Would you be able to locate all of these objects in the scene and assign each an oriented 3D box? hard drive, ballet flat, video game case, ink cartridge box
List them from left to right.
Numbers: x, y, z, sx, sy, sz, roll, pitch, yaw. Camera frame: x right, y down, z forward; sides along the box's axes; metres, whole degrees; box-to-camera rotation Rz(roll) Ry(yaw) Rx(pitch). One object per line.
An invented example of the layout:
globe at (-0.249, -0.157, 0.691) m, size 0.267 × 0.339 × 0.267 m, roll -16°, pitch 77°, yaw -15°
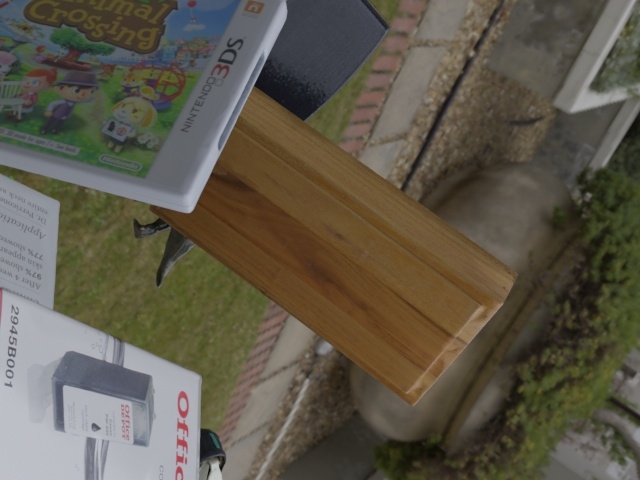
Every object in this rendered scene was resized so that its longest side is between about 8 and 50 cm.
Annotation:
ink cartridge box at (-0.139, 0.115, 0.340) m, size 0.218 × 0.092 × 0.158 m, roll 49°, pitch 35°, yaw -62°
video game case at (-0.153, -0.123, 0.547) m, size 0.023 × 0.212 × 0.193 m, roll 91°, pitch 16°, yaw -56°
ballet flat at (-0.166, 0.348, 1.038) m, size 0.074 × 0.074 × 0.203 m, roll -10°, pitch 119°, yaw -63°
hard drive at (-0.035, -0.256, 1.085) m, size 0.255 × 0.054 × 0.172 m, roll -43°, pitch 118°, yaw 7°

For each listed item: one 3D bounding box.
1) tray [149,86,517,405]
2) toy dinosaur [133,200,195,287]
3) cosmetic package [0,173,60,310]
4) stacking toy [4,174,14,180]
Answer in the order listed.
tray at (0.000, 0.000, 0.931) m, size 0.076 × 0.411 × 0.203 m, roll -44°, pitch 168°, yaw -50°
toy dinosaur at (-0.215, -0.075, 1.264) m, size 0.121 × 0.160 × 0.313 m, roll 81°, pitch 11°, yaw -49°
cosmetic package at (-0.585, 0.107, 1.039) m, size 0.327 × 0.393 × 0.329 m, roll -27°, pitch 142°, yaw 27°
stacking toy at (-0.715, -0.119, 1.518) m, size 0.167 × 0.052 × 0.221 m, roll -26°, pitch 161°, yaw 1°
